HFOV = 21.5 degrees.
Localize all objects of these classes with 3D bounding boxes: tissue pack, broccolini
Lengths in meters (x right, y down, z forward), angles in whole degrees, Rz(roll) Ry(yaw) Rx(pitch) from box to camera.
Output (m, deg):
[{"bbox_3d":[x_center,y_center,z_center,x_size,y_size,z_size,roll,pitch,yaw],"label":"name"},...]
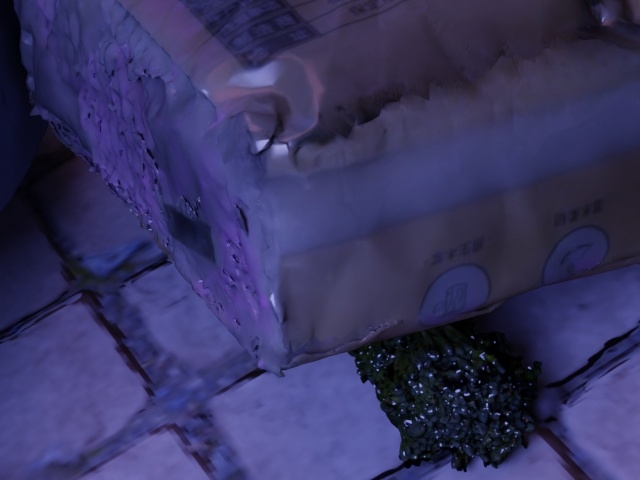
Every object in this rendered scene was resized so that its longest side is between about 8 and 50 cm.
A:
[{"bbox_3d":[0.047,-0.076,0.568,0.257,0.123,0.215,-15,33,-23],"label":"tissue pack"},{"bbox_3d":[0.000,0.000,0.605,0.239,0.051,0.054,49,118,48],"label":"broccolini"}]

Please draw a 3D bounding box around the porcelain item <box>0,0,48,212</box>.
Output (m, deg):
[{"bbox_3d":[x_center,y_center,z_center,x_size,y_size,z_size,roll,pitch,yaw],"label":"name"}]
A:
[{"bbox_3d":[-0.206,-0.089,0.589,0.179,0.242,0.405,-8,26,8],"label":"porcelain item"}]
